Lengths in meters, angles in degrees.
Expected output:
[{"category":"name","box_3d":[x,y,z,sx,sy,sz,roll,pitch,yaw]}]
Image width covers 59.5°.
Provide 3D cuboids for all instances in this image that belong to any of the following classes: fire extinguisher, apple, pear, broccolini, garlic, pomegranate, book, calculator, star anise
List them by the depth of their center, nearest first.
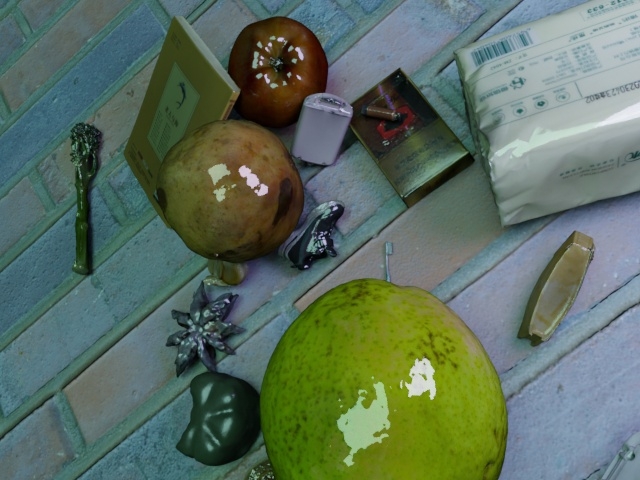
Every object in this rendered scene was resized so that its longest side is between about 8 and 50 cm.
[{"category":"pear","box_3d":[0.089,0.241,0.846,0.392,0.391,0.390,-6,73,20]},{"category":"pomegranate","box_3d":[-0.167,-0.096,1.049,0.282,0.281,0.280,-6,73,20]},{"category":"fire extinguisher","box_3d":[0.119,-0.243,1.076,0.083,0.022,0.028,18,46,24]},{"category":"calculator","box_3d":[0.000,-0.216,1.121,0.100,0.175,0.032,12,47,-10]},{"category":"apple","box_3d":[-0.087,-0.346,1.152,0.234,0.234,0.233,-6,73,20]},{"category":"star anise","box_3d":[-0.247,0.181,1.156,0.205,0.061,0.180,-37,65,9]},{"category":"garlic","box_3d":[-0.194,0.048,1.166,0.113,0.074,0.094,17,111,31]},{"category":"book","box_3d":[-0.320,-0.250,1.225,0.268,0.032,0.388,55,128,24]},{"category":"broccolini","box_3d":[-0.581,-0.112,1.361,0.079,0.074,0.391,-18,68,23]}]

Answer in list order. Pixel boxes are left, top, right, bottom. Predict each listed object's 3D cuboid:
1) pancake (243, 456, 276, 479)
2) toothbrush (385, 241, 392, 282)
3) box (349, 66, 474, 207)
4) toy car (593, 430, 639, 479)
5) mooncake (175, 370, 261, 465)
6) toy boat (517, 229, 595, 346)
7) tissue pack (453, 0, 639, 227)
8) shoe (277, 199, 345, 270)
[{"category":"pancake","box_3d":[-0.085,0.468,1.033,0.140,0.022,0.139,-5,74,20]},{"category":"toothbrush","box_3d":[0.132,0.082,1.063,0.014,0.011,0.166,-4,74,15]},{"category":"box","box_3d":[0.167,-0.204,1.100,0.159,0.071,0.240,-35,66,11]},{"category":"toy car","box_3d":[0.524,0.396,0.733,0.314,0.166,0.198,30,88,43]},{"category":"mooncake","box_3d":[-0.203,0.339,1.074,0.169,0.104,0.175,-29,63,18]},{"category":"toy boat","box_3d":[0.388,0.081,0.930,0.065,0.072,0.206,27,97,10]},{"category":"tissue pack","box_3d":[0.434,-0.222,0.904,0.381,0.207,0.296,-14,55,17]},{"category":"shoe","box_3d":[0.000,0.000,1.109,0.169,0.071,0.099,-44,68,9]}]
